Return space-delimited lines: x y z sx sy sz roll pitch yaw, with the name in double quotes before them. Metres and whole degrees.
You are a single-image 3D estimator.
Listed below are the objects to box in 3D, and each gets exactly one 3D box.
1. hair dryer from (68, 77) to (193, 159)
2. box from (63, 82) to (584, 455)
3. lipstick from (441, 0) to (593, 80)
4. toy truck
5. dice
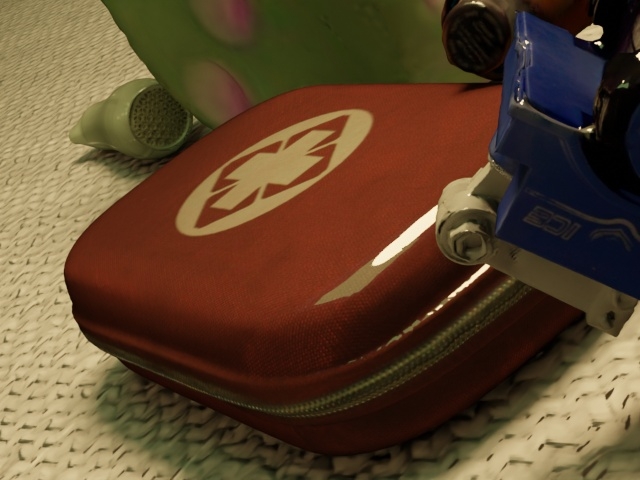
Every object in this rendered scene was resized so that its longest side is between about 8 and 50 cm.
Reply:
"hair dryer" -0.116 -0.151 1.509 0.237 0.075 0.206 -29 13 -19
"box" 0.000 0.000 0.931 0.263 0.108 0.404 -39 22 -22
"lipstick" 0.181 -0.182 1.029 0.077 0.077 0.418 -15 12 33
"toy truck" 0.165 -0.014 0.647 0.161 0.213 0.177 -72 8 -61
"dice" 0.009 -0.280 1.242 0.322 0.330 0.318 -4 35 46
